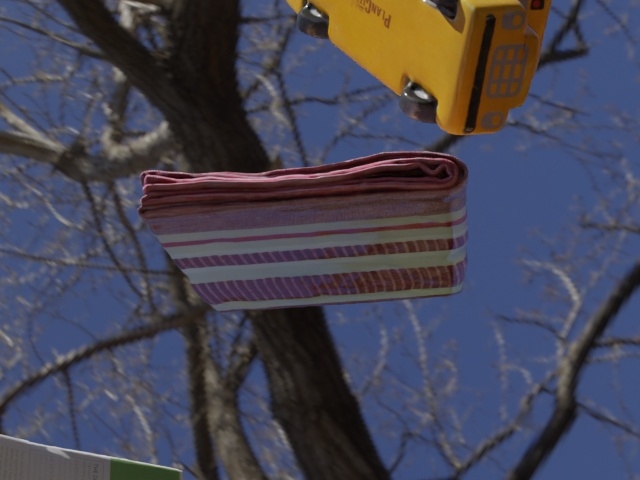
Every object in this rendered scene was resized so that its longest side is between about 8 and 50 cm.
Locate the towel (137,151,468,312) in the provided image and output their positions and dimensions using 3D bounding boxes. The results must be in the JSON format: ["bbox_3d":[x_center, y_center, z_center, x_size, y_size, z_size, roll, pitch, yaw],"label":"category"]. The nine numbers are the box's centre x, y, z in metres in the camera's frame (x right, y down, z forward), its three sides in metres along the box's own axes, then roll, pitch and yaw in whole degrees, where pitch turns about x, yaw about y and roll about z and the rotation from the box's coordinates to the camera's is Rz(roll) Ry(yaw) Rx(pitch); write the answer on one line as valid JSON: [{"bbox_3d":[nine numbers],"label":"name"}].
[{"bbox_3d":[0.000,0.000,1.220,0.237,0.329,0.037,-3,-106,4],"label":"towel"}]

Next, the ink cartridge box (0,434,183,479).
[{"bbox_3d":[-0.213,0.219,1.048,0.235,0.171,0.056,17,-43,-24],"label":"ink cartridge box"}]

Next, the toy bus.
[{"bbox_3d":[0.076,-0.198,1.234,0.130,0.333,0.108,-5,-61,-28],"label":"toy bus"}]
